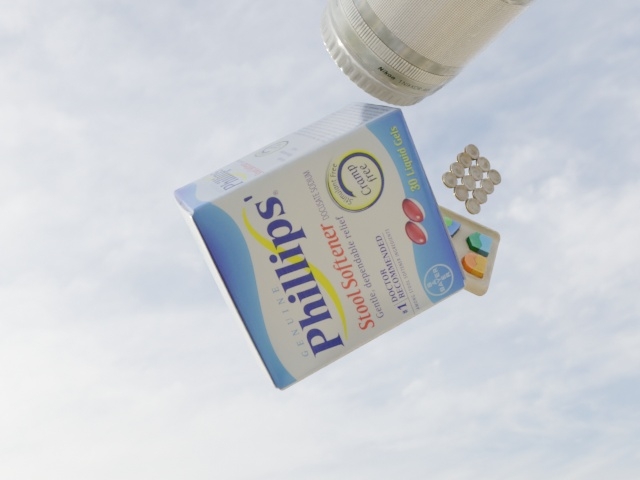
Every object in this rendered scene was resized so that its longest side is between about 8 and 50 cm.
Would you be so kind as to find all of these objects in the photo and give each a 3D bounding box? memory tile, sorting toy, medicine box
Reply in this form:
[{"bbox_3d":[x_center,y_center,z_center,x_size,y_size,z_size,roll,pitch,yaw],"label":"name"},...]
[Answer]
[{"bbox_3d":[0.321,-0.131,1.654,0.113,0.148,0.012,47,-36,-7],"label":"memory tile"},{"bbox_3d":[0.335,0.016,1.890,0.193,0.208,0.038,25,-40,1],"label":"sorting toy"},{"bbox_3d":[0.000,0.000,1.016,0.289,0.149,0.264,-28,-70,-12],"label":"medicine box"}]

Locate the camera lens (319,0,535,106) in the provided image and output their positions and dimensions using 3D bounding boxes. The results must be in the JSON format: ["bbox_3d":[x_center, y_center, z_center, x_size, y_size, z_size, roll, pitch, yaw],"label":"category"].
[{"bbox_3d":[0.154,-0.343,1.056,0.219,0.219,0.274,11,-35,-33],"label":"camera lens"}]
